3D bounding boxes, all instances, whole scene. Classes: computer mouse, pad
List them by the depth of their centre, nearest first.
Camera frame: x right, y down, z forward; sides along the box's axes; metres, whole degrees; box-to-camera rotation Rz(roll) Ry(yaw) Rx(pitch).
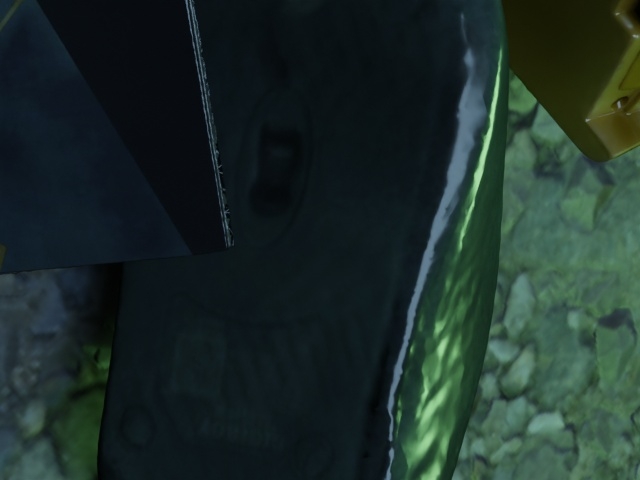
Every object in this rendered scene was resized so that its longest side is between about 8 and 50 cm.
[{"bbox_3d":[-0.136,-0.101,0.791,0.164,0.004,0.243,-6,108,9],"label":"pad"},{"bbox_3d":[0.000,0.000,0.857,0.122,0.188,0.370,13,86,-60],"label":"computer mouse"}]

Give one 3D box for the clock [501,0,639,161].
[{"bbox_3d":[0.244,-0.201,0.927,0.317,0.244,0.200,-17,65,-27],"label":"clock"}]
